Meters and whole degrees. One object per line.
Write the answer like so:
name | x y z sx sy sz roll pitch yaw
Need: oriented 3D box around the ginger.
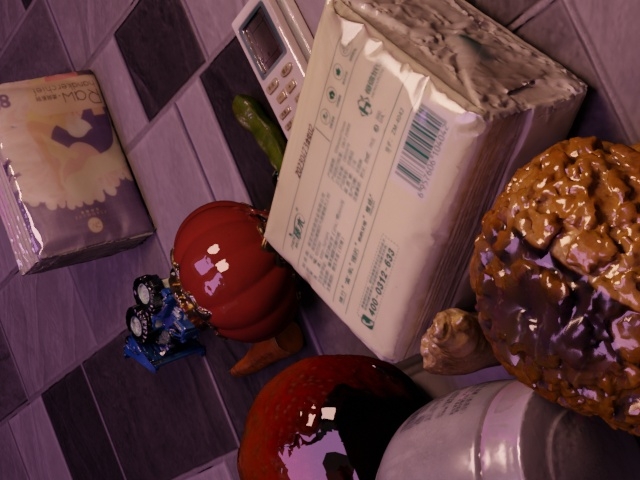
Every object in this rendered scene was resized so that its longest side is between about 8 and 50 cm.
ginger | 0.182 0.121 1.422 0.137 0.213 0.074 -49 63 34

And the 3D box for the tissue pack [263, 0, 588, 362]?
tissue pack | 0.106 -0.091 1.442 0.297 0.207 0.380 46 136 30

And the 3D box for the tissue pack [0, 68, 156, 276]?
tissue pack | -0.475 -0.129 2.152 0.125 0.242 0.344 -33 76 53

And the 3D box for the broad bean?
broad bean | -0.072 -0.137 1.761 0.256 0.052 0.052 60 137 40

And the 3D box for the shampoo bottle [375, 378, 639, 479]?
shampoo bottle | 0.221 0.298 1.387 0.266 0.273 0.273 -27 81 45

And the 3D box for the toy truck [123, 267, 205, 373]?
toy truck | -0.266 0.147 2.095 0.126 0.113 0.208 48 137 28

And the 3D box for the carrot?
carrot | -0.097 0.190 1.949 0.224 0.057 0.057 -40 71 55

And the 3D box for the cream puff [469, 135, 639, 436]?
cream puff | 0.304 0.059 1.227 0.327 0.231 0.343 -29 80 49

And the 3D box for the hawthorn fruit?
hawthorn fruit | 0.031 0.289 1.627 0.316 0.316 0.316 23 121 46

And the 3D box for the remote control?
remote control | -0.036 -0.227 1.702 0.103 0.055 0.277 -42 70 50

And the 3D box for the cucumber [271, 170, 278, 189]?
cucumber | 0.000 0.000 1.752 0.257 0.044 0.043 60 165 18

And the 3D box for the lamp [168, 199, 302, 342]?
lamp | -0.120 0.044 1.798 0.227 0.227 0.227 23 121 46
